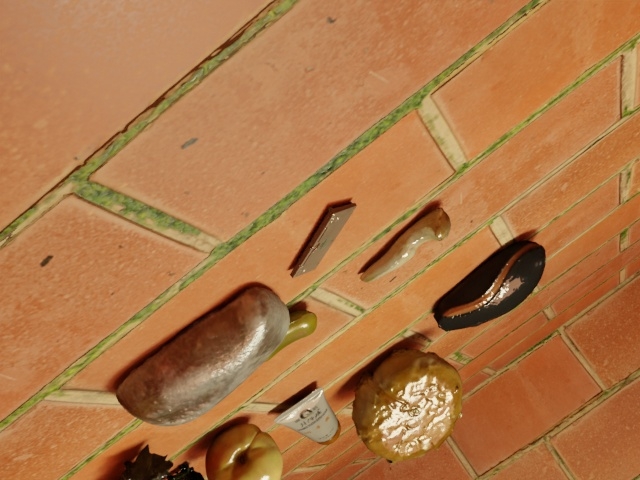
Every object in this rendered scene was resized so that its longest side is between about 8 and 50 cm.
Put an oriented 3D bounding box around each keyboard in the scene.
[{"bbox_3d":[0.000,0.000,1.231,0.055,0.017,0.166,-22,155,-39],"label":"keyboard"}]

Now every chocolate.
[{"bbox_3d":[-0.175,0.200,1.299,0.303,0.100,0.185,-38,155,1],"label":"chocolate"}]

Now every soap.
[{"bbox_3d":[-0.068,0.169,1.442,0.140,0.045,0.089,-31,155,-5],"label":"soap"}]

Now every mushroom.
[{"bbox_3d":[0.151,0.017,1.437,0.202,0.054,0.059,-39,159,24],"label":"mushroom"}]

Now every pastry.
[{"bbox_3d":[0.222,0.425,2.133,0.284,0.184,0.316,28,99,-22],"label":"pastry"}]

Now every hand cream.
[{"bbox_3d":[-0.017,0.442,2.043,0.140,0.089,0.314,-36,150,0],"label":"hand cream"}]

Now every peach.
[{"bbox_3d":[-0.174,0.507,1.820,0.184,0.184,0.184,-29,158,-13],"label":"peach"}]

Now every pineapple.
[{"bbox_3d":[-0.369,0.561,1.648,0.202,0.202,0.362,-17,145,-37],"label":"pineapple"}]

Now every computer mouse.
[{"bbox_3d":[0.417,0.126,1.951,0.323,0.116,0.183,-44,151,23],"label":"computer mouse"}]

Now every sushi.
[{"bbox_3d":[-0.315,0.568,1.863,0.083,0.085,0.056,-35,157,2],"label":"sushi"}]
